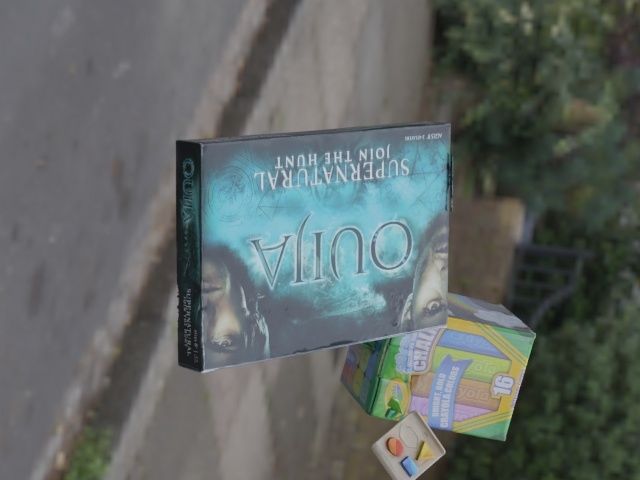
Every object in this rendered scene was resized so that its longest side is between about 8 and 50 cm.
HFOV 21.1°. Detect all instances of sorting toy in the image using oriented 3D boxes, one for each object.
[{"bbox_3d":[0.082,0.201,1.731,0.083,0.062,0.012,55,-15,-10],"label":"sorting toy"}]

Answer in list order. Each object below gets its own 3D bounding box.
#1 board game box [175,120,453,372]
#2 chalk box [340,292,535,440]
[{"bbox_3d":[0.000,0.000,0.975,0.186,0.026,0.126,-8,102,-39],"label":"board game box"},{"bbox_3d":[0.105,0.126,1.895,0.132,0.213,0.132,-130,-127,-72],"label":"chalk box"}]
